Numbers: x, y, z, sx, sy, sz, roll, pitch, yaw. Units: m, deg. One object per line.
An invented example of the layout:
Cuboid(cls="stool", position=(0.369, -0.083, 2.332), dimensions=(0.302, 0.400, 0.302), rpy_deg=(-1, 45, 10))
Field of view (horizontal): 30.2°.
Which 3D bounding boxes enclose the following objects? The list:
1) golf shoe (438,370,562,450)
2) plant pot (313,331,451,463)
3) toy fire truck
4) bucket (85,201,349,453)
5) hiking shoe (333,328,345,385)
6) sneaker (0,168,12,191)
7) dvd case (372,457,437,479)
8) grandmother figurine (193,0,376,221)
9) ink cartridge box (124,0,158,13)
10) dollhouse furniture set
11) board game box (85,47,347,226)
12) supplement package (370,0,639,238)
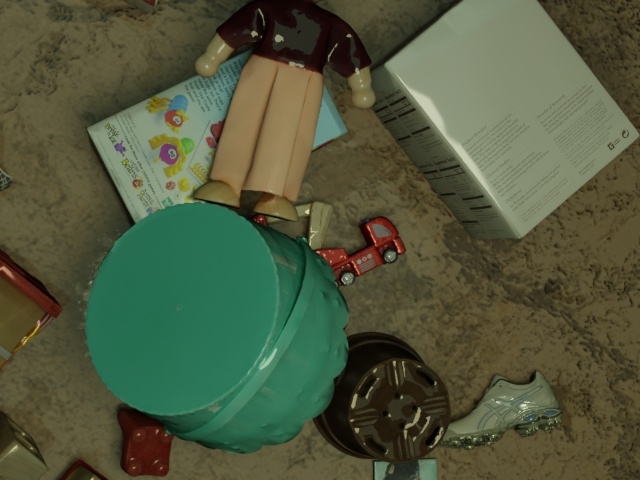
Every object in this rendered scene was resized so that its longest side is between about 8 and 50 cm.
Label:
Cuboid(cls="golf shoe", position=(0.226, 0.223, 1.557), dimensions=(0.176, 0.069, 0.086), rpy_deg=(-11, 71, -13))
Cuboid(cls="plant pot", position=(0.080, 0.201, 1.470), dimensions=(0.166, 0.165, 0.167), rpy_deg=(0, 89, -10))
Cuboid(cls="toy fire truck", position=(0.000, 0.000, 1.518), dimensions=(0.192, 0.047, 0.135), rpy_deg=(-27, 93, -10))
Cuboid(cls="bucket", position=(-0.117, 0.097, 1.349), dimensions=(0.281, 0.183, 0.281), rpy_deg=(-7, 71, 22))
Cuboid(cls="hiking shoe", position=(-0.070, 0.162, 1.488), dimensions=(0.226, 0.114, 0.086), rpy_deg=(-15, 112, 16))
Cuboid(cls="sneaker", position=(-0.448, -0.159, 1.430), dimensions=(0.094, 0.090, 0.235), rpy_deg=(-13, 83, -38))
Cuboid(cls="dvd case", position=(0.112, 0.346, 1.551), dimensions=(0.087, 0.013, 0.120), rpy_deg=(0, 90, -10))
Cuboid(cls="grandmother figurine", position=(-0.034, -0.198, 1.345), dimensions=(0.207, 0.104, 0.343), rpy_deg=(13, 89, -17))
Cuboid(cls="ink cartridge box", position=(-0.280, -0.356, 1.437), dimensions=(0.198, 0.115, 0.067), rpy_deg=(24, 86, -9))
Cuboid(cls="dollhouse furniture set", position=(-0.335, 0.188, 1.428), dimensions=(0.201, 0.152, 0.374), rpy_deg=(-49, 114, -8))
Cuboid(cls="board game box", position=(-0.129, -0.127, 1.448), dimensions=(0.275, 0.142, 0.144), rpy_deg=(-27, 93, -9))
Cuboid(cls="supplement package", position=(0.212, -0.164, 1.480), dimensions=(0.199, 0.198, 0.263), rpy_deg=(-40, 96, -8))
